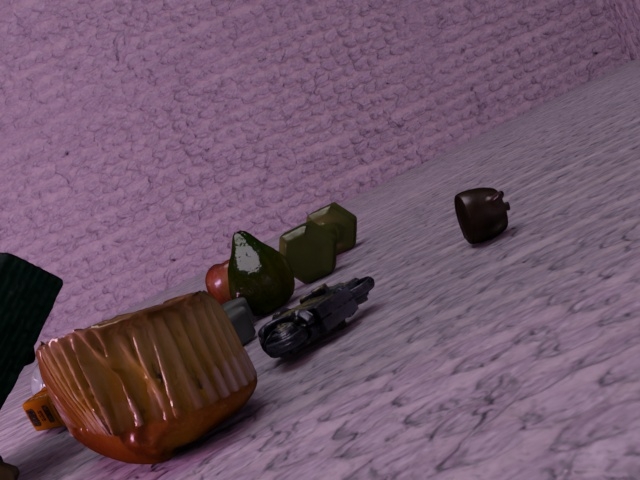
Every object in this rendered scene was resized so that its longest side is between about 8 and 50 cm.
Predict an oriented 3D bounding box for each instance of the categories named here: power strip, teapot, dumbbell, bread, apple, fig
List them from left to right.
[{"bbox_3d":[-0.190,0.151,0.854,0.204,0.156,0.288,-20,-1,-29],"label":"bread"},{"bbox_3d":[-0.198,0.157,1.296,0.193,0.059,0.265,-31,6,-40],"label":"power strip"},{"bbox_3d":[-0.181,0.088,1.656,0.126,0.102,0.126,-23,1,0],"label":"apple"},{"bbox_3d":[-0.115,0.053,1.406,0.123,0.156,0.123,-21,1,0],"label":"fig"},{"bbox_3d":[0.000,0.000,1.619,0.108,0.121,0.302,5,14,12],"label":"dumbbell"},{"bbox_3d":[0.233,-0.036,1.104,0.068,0.076,0.121,-16,-25,-3],"label":"teapot"}]

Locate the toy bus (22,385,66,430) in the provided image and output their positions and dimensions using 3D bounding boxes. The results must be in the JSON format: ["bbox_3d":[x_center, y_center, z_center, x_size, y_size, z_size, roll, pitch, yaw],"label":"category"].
[{"bbox_3d":[-0.409,0.259,1.249,0.162,0.070,0.074,-22,7,46],"label":"toy bus"}]

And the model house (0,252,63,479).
[{"bbox_3d":[-0.535,0.181,1.037,0.382,0.342,0.334,-69,15,-12],"label":"model house"}]

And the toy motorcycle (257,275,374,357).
[{"bbox_3d":[-0.016,0.100,0.998,0.193,0.061,0.124,-33,6,-42],"label":"toy motorcycle"}]

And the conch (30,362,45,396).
[{"bbox_3d":[-0.423,0.234,1.431,0.221,0.121,0.185,-22,35,-5],"label":"conch"}]
